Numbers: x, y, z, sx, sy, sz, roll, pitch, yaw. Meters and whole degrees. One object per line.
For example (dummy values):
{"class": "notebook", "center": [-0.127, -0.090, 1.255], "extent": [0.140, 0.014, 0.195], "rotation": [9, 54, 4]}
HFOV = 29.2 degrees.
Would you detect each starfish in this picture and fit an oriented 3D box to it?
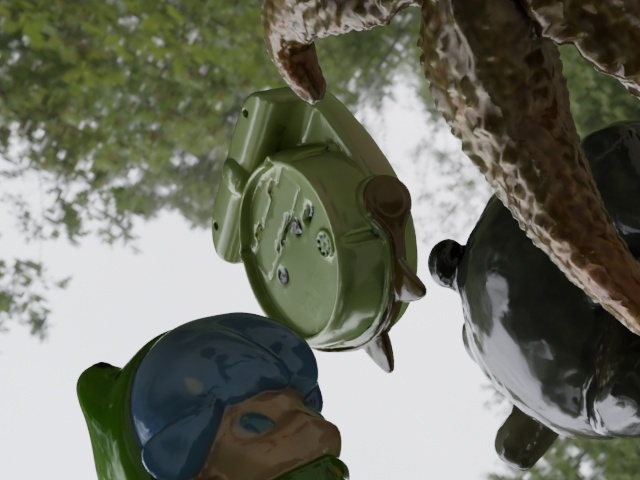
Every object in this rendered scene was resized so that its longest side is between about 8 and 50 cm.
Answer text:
{"class": "starfish", "center": [0.082, -0.139, 0.529], "extent": [0.094, 0.327, 0.375], "rotation": [12, -105, -48]}

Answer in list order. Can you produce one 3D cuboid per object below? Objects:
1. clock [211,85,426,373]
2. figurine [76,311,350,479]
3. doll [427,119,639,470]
{"class": "clock", "center": [0.000, 0.000, 1.532], "extent": [0.117, 0.286, 0.348], "rotation": [-12, -133, -32]}
{"class": "figurine", "center": [-0.029, 0.145, 0.711], "extent": [0.263, 0.143, 0.162], "rotation": [38, -151, 32]}
{"class": "doll", "center": [0.275, 0.033, 0.934], "extent": [0.379, 0.382, 0.252], "rotation": [-9, -98, 0]}
